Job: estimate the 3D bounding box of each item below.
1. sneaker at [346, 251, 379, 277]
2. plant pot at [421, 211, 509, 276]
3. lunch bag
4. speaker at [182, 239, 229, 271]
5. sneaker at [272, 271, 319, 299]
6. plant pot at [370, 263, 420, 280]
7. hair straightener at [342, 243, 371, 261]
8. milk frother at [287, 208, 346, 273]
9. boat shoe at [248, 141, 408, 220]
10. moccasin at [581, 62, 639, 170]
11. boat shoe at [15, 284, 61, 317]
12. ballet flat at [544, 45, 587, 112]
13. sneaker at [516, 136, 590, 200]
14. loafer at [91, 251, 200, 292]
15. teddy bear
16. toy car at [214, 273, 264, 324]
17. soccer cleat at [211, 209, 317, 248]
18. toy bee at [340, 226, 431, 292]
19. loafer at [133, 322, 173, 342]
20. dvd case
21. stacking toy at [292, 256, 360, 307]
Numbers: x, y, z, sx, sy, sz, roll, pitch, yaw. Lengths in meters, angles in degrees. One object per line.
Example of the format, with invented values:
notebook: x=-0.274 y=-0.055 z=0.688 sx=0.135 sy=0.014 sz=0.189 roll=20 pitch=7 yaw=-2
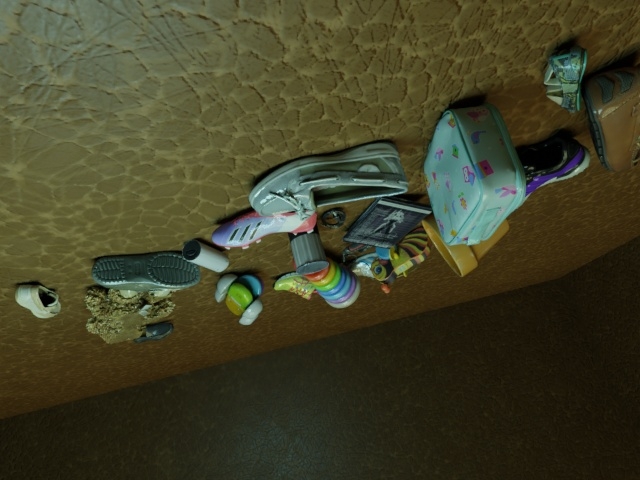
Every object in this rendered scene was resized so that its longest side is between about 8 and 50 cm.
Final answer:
sneaker: x=0.195 y=0.096 z=1.561 sx=0.228 sy=0.092 sz=0.087 roll=-18 pitch=161 yaw=10
plant pot: x=0.433 y=-0.029 z=1.287 sx=0.188 sy=0.205 sz=0.205 roll=-34 pitch=157 yaw=5
lunch bag: x=0.302 y=-0.117 z=0.894 sx=0.108 sy=0.224 sz=0.279 roll=-14 pitch=159 yaw=-3
speaker: x=-0.291 y=0.041 z=1.123 sx=0.055 sy=0.055 sz=0.136 roll=-20 pitch=159 yaw=14
sneaker: x=-0.065 y=0.163 z=1.545 sx=0.208 sy=0.094 sz=0.081 roll=-3 pitch=158 yaw=-26
plant pot: x=0.302 y=0.116 z=1.775 sx=0.236 sy=0.032 sz=0.236 roll=-14 pitch=159 yaw=-5
hair straightener: x=0.162 y=0.009 z=1.367 sx=0.230 sy=0.047 sz=0.089 roll=-34 pitch=154 yaw=29
milk frother: x=0.000 y=0.000 z=1.110 sx=0.143 sy=0.135 sz=0.129 roll=-26 pitch=158 yaw=27
boat shoe: x=0.014 y=-0.105 z=0.891 sx=0.320 sy=0.103 sz=0.118 roll=-15 pitch=160 yaw=-2
moccasin: x=0.662 y=-0.256 z=0.941 sx=0.147 sy=0.139 sz=0.380 roll=-17 pitch=152 yaw=31
boat shoe: x=-0.700 y=0.155 z=1.118 sx=0.059 sy=0.063 sz=0.170 roll=-7 pitch=158 yaw=-5
ballet flat: x=0.443 y=-0.289 z=0.800 sx=0.070 sy=0.070 sz=0.188 roll=-23 pitch=156 yaw=20
sneaker: x=0.501 y=-0.167 z=1.104 sx=0.146 sy=0.102 sz=0.293 roll=12 pitch=142 yaw=-43
loafer: x=-0.430 y=0.082 z=1.100 sx=0.251 sy=0.094 sz=0.087 roll=5 pitch=158 yaw=-24
teddy bear: x=-0.540 y=0.173 z=1.252 sx=0.245 sy=0.113 sz=0.338 roll=-12 pitch=153 yaw=-29
toy car: x=-0.241 y=0.170 z=1.405 sx=0.136 sy=0.159 sz=0.182 roll=-44 pitch=174 yaw=-30
soccer cleat: x=-0.130 y=-0.048 z=1.002 sx=0.248 sy=0.083 sz=0.095 roll=-10 pitch=130 yaw=-1
toy bee: x=0.234 y=0.085 z=1.441 sx=0.195 sy=0.162 sz=0.298 roll=18 pitch=138 yaw=-41
loafer: x=-0.643 y=0.348 z=1.667 sx=0.170 sy=0.062 sz=0.061 roll=-18 pitch=155 yaw=3
dvd case: x=0.181 y=-0.046 z=1.218 sx=0.164 sy=0.018 sz=0.221 roll=9 pitch=147 yaw=-23
stacking toy: x=0.009 y=0.106 z=1.407 sx=0.141 sy=0.141 sz=0.330 roll=-22 pitch=148 yaw=17
